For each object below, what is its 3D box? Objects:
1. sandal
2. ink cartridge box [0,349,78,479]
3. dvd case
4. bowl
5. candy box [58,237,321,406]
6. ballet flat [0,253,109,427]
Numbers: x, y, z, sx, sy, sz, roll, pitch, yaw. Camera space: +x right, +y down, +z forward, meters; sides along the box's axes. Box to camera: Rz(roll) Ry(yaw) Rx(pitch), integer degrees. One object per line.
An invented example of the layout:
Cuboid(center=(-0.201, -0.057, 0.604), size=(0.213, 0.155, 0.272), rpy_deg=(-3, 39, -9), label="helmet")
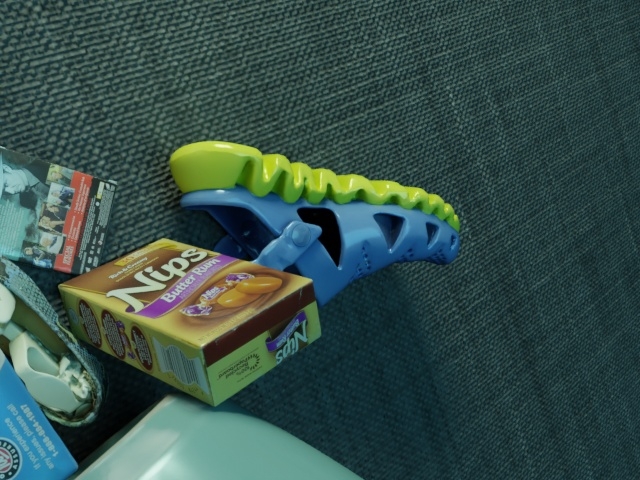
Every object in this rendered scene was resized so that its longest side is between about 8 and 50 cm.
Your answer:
Cuboid(center=(0.000, 0.000, 0.725), size=(0.317, 0.126, 0.138), rpy_deg=(8, 85, -29), label="sandal")
Cuboid(center=(-0.306, 0.132, 0.431), size=(0.233, 0.168, 0.171), rpy_deg=(-37, 109, -34), label="ink cartridge box")
Cuboid(center=(-0.229, -0.023, 0.604), size=(0.119, 0.013, 0.087), rpy_deg=(18, 75, -37), label="dvd case")
Cuboid(center=(-0.122, 0.224, 0.519), size=(0.163, 0.311, 0.311), rpy_deg=(50, 57, -1), label="bowl")
Cuboid(center=(-0.105, 0.054, 0.580), size=(0.109, 0.187, 0.053), rpy_deg=(-29, 119, -41), label="candy box")
Cuboid(center=(-0.227, 0.071, 0.558), size=(0.188, 0.070, 0.070), rpy_deg=(48, 60, -24), label="ballet flat")
